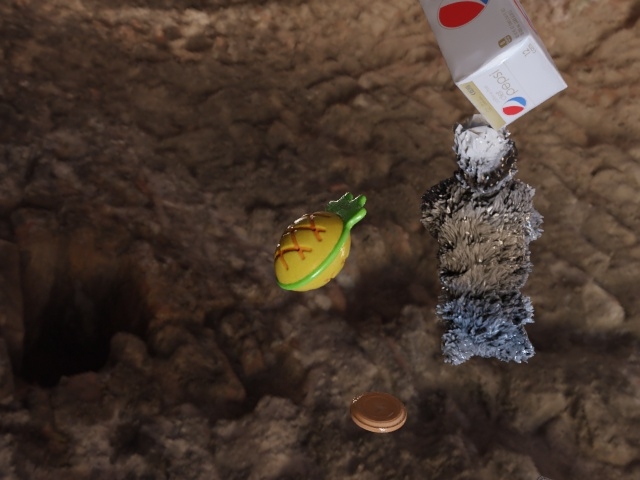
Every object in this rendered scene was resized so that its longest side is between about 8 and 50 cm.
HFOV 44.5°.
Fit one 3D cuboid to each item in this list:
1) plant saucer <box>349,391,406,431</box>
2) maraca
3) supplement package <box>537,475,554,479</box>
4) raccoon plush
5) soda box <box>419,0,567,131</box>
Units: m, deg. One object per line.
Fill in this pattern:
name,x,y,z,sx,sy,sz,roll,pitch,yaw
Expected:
plant saucer,0.085,0.248,1.146,0.083,0.013,0.083,2,-152,-1
maraca,0.000,0.000,1.188,0.099,0.186,0.127,45,167,-30
supplement package,0.380,0.406,0.977,0.244,0.139,0.134,20,171,10
raccoon plush,0.252,0.031,1.328,0.216,0.299,0.446,-7,154,24
soda box,0.132,-0.200,0.676,0.074,0.069,0.216,35,-149,-42
